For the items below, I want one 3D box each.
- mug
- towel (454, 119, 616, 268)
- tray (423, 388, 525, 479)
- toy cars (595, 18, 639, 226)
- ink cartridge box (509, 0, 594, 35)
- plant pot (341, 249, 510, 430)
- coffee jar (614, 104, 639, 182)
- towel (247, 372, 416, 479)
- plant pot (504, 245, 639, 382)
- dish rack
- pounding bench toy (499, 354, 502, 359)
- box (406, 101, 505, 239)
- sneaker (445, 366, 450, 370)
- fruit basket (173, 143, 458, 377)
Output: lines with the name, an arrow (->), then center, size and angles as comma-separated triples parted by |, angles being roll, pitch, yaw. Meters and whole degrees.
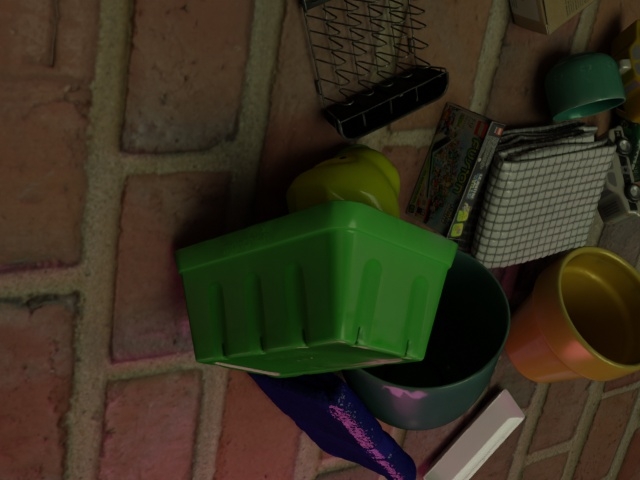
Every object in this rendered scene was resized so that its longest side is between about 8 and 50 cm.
mug -> 0.463, -0.277, 1.450 | 0.130, 0.158, 0.097 | -10, 85, -22
towel -> 0.385, -0.091, 1.478 | 0.284, 0.121, 0.235 | -13, 127, -28
tray -> 0.341, 0.456, 1.811 | 0.270, 0.030, 0.145 | -45, 132, -7
toy cars -> 0.559, -0.217, 1.521 | 0.087, 0.176, 0.393 | -3, 116, -17
ink cartridge box -> 0.386, -0.485, 1.297 | 0.193, 0.088, 0.234 | -36, 130, -13
plant pot -> 0.162, 0.188, 1.379 | 0.293, 0.293, 0.235 | -29, 143, -20
coffee jar -> 0.635, -0.214, 1.629 | 0.096, 0.079, 0.184 | -13, 122, -26
towel -> 0.026, 0.295, 1.375 | 0.076, 0.228, 0.308 | -57, 134, -23
plant pot -> 0.502, 0.173, 1.611 | 0.254, 0.254, 0.239 | -12, 160, -31
dish rack -> 0.075, -0.306, 1.180 | 0.208, 0.074, 0.271 | -29, 127, -21
pounding bench toy -> 0.340, 0.231, 1.673 | 0.083, 0.052, 0.065 | -23, 125, -24
box -> 0.225, -0.118, 1.362 | 0.036, 0.114, 0.206 | 7, 109, -38
sneaker -> 0.230, 0.274, 1.612 | 0.170, 0.063, 0.074 | 5, 111, -43
fruit basket -> 0.000, 0.000, 1.158 | 0.283, 0.392, 0.392 | 20, 101, -41
